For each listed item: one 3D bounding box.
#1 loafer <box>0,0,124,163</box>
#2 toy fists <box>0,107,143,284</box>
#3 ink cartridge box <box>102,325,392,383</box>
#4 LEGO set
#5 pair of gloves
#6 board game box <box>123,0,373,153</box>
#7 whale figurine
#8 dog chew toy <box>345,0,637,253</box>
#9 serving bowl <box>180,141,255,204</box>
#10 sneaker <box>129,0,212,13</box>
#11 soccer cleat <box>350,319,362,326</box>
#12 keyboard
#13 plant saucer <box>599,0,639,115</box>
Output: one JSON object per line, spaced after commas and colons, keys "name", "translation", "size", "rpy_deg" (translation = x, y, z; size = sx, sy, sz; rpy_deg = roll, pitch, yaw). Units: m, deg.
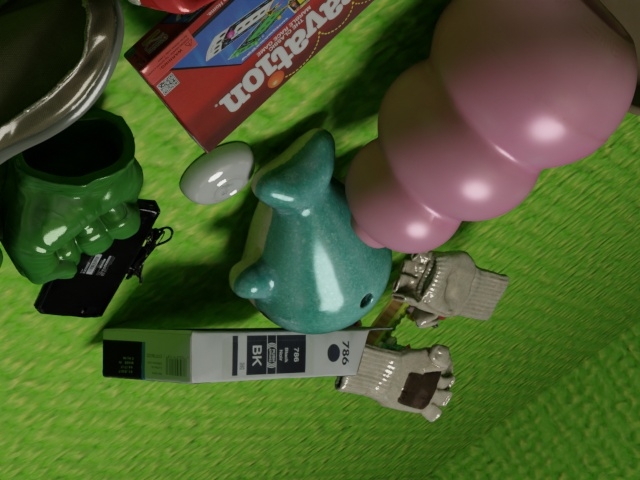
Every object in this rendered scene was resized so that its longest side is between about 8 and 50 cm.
{"name": "loafer", "translation": [-0.245, -0.103, 0.913], "size": [0.251, 0.094, 0.087], "rpy_deg": [-39, 162, 15]}
{"name": "toy fists", "translation": [-0.275, -0.008, 1.075], "size": [0.279, 0.096, 0.142], "rpy_deg": [-23, 157, -28]}
{"name": "ink cartridge box", "translation": [-0.079, 0.133, 1.528], "size": [0.333, 0.065, 0.165], "rpy_deg": [2, 176, -45]}
{"name": "LEGO set", "translation": [0.145, 0.117, 1.803], "size": [0.287, 0.107, 0.132], "rpy_deg": [-40, 156, -46]}
{"name": "pair of gloves", "translation": [0.145, 0.124, 1.712], "size": [0.204, 0.042, 0.240], "rpy_deg": [25, 98, -43]}
{"name": "board game box", "translation": [-0.019, -0.201, 1.024], "size": [0.281, 0.027, 0.145], "rpy_deg": [-44, 153, -3]}
{"name": "whale figurine", "translation": [0.000, 0.000, 1.396], "size": [0.216, 0.141, 0.272], "rpy_deg": [-39, 152, -19]}
{"name": "dog chew toy", "translation": [0.153, -0.116, 1.278], "size": [0.332, 0.206, 0.206], "rpy_deg": [-45, 156, 22]}
{"name": "serving bowl", "translation": [-0.100, -0.062, 1.294], "size": [0.083, 0.027, 0.083], "rpy_deg": [-28, 159, -12]}
{"name": "sneaker", "translation": [-0.011, -0.232, 0.890], "size": [0.279, 0.118, 0.107], "rpy_deg": [-32, 121, -5]}
{"name": "soccer cleat", "translation": [0.014, 0.082, 1.694], "size": [0.095, 0.083, 0.248], "rpy_deg": [-22, 159, -16]}
{"name": "keyboard", "translation": [-0.219, 0.012, 1.299], "size": [0.100, 0.038, 0.192], "rpy_deg": [9, 139, -27]}
{"name": "plant saucer", "translation": [0.394, -0.267, 1.385], "size": [0.278, 0.041, 0.278], "rpy_deg": [-13, 124, -20]}
